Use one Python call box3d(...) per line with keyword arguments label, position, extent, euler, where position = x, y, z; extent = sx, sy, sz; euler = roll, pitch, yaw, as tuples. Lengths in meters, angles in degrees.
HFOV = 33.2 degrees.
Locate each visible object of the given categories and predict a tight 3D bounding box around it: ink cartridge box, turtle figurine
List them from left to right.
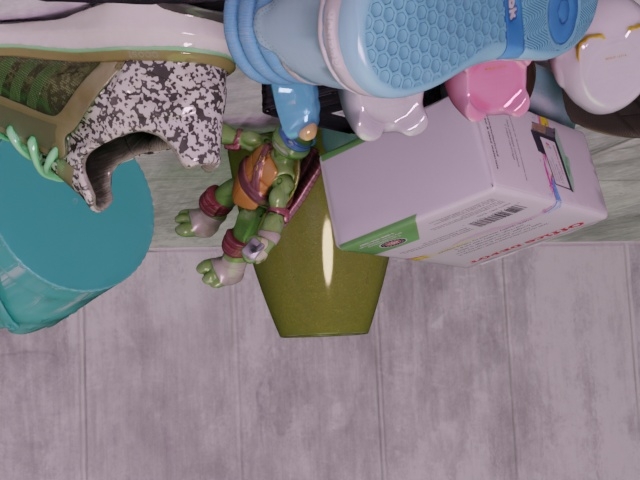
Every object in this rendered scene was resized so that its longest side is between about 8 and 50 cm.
box3d(label="turtle figurine", position=(-0.137, -0.054, 1.451), extent=(0.198, 0.274, 0.266), euler=(36, 135, 0))
box3d(label="ink cartridge box", position=(0.167, -0.059, 1.214), extent=(0.201, 0.117, 0.278), euler=(-22, 162, 34))

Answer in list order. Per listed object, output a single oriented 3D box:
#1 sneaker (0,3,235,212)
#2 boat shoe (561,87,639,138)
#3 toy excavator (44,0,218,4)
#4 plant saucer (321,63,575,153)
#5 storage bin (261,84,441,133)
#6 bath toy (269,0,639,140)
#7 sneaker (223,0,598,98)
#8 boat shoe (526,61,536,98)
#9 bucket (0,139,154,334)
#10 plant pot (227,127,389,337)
box3d(label="sneaker", position=(-0.258, -0.117, 1.052), extent=(0.411, 0.182, 0.158), euler=(-6, 172, 29))
box3d(label="boat shoe", position=(0.425, -0.171, 1.138), extent=(0.324, 0.122, 0.120), euler=(-5, 176, 27))
box3d(label="toy excavator", position=(0.066, -0.212, 0.498), extent=(0.433, 0.222, 0.445), euler=(-2, -173, -6))
box3d(label="plant saucer", position=(0.161, -0.121, 1.330), extent=(0.318, 0.043, 0.317), euler=(-3, 153, -1))
box3d(label="storage bin", position=(0.034, -0.171, 1.128), extent=(0.122, 0.084, 0.180), euler=(-8, 172, 39))
box3d(label="bath toy", position=(0.121, -0.178, 0.951), extent=(0.349, 0.151, 0.129), euler=(-5, -150, -9))
box3d(label="sneaker", position=(0.061, -0.193, 0.825), extent=(0.208, 0.127, 0.319), euler=(12, -157, 42))
box3d(label="boat shoe", position=(0.163, -0.193, 1.127), extent=(0.072, 0.068, 0.190), euler=(7, 170, 35))
box3d(label="bucket", position=(-0.370, -0.027, 1.422), extent=(0.281, 0.281, 0.183), euler=(4, 162, -42))
box3d(label="plant pot", position=(0.000, 0.000, 1.649), extent=(0.275, 0.293, 0.275), euler=(-3, 173, 0))
